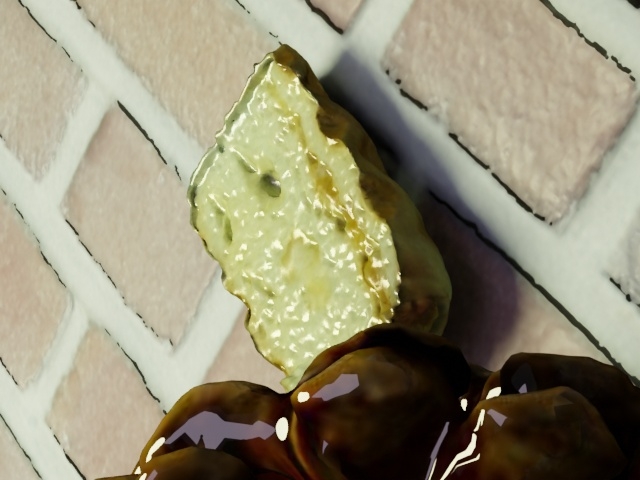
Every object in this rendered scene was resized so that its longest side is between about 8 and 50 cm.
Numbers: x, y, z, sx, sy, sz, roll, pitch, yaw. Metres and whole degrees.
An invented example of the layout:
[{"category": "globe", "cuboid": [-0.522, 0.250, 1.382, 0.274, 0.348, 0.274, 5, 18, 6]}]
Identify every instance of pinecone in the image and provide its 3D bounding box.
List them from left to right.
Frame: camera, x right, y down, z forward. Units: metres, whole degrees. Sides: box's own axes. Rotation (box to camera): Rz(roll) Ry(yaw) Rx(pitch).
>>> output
[{"category": "pinecone", "cuboid": [0.041, 0.234, 0.743, 0.397, 0.397, 0.398, -5, 84, 45]}]

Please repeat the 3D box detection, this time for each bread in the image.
[{"category": "bread", "cuboid": [0.000, 0.000, 0.979, 0.128, 0.088, 0.232, -47, 49, 21]}]
